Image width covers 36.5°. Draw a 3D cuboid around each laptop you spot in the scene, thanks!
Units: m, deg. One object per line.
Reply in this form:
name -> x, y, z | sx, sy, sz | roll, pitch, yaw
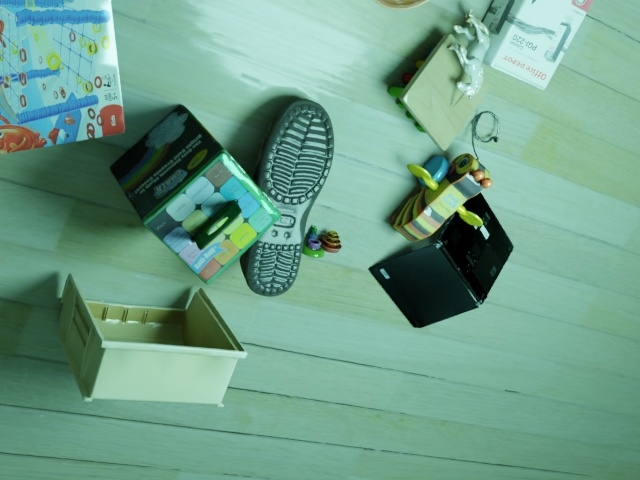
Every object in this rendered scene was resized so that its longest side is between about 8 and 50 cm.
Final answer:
laptop -> 0.271, 0.037, 2.113 | 0.264, 0.136, 0.234 | -57, 132, -21

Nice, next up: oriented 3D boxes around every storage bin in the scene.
storage bin -> -0.310, 0.173, 1.728 | 0.262, 0.260, 0.123 | 8, 113, -31

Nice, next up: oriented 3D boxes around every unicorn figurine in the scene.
unicorn figurine -> 0.278, -0.342, 1.802 | 0.111, 0.060, 0.162 | 39, 77, -39

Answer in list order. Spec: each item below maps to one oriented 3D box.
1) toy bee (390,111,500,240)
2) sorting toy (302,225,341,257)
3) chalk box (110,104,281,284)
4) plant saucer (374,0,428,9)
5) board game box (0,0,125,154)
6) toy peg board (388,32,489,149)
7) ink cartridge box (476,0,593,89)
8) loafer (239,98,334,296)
toy bee -> 0.261, -0.117, 1.919 | 0.195, 0.162, 0.298 | 16, 103, -19
sorting toy -> 0.000, 0.000, 1.918 | 0.102, 0.061, 0.042 | -13, 125, -49
chalk box -> -0.201, -0.066, 1.626 | 0.180, 0.289, 0.179 | -41, 128, 0
plant saucer -> 0.154, -0.504, 1.703 | 0.200, 0.037, 0.200 | -16, 133, -18
board game box -> -0.469, -0.292, 1.482 | 0.302, 0.086, 0.308 | -14, 123, -21
toy peg board -> 0.219, -0.289, 1.867 | 0.161, 0.079, 0.161 | -54, 130, -10
ink cartridge box -> 0.407, -0.420, 1.867 | 0.158, 0.092, 0.218 | 15, 111, -33
loafer -> -0.085, -0.086, 1.788 | 0.134, 0.130, 0.366 | 16, 93, -27
